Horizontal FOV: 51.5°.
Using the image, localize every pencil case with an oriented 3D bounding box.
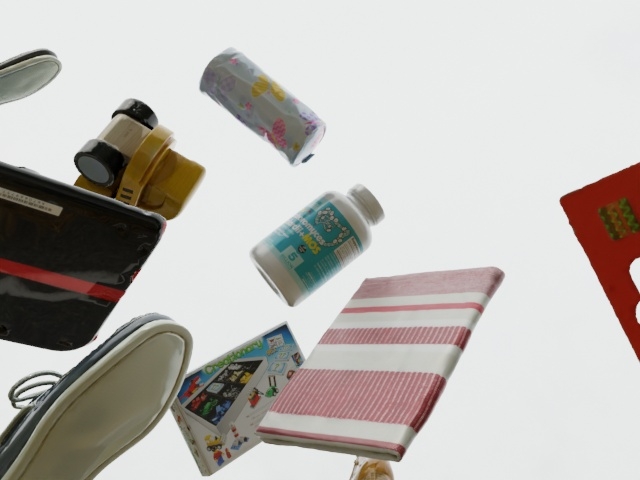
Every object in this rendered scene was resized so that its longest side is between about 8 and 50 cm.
[{"bbox_3d":[-0.118,-0.267,1.341,0.273,0.113,0.124,39,-38,7],"label":"pencil case"}]

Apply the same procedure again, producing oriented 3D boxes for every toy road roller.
[{"bbox_3d":[-0.406,-0.125,1.484,0.240,0.203,0.329,31,-39,-7],"label":"toy road roller"}]

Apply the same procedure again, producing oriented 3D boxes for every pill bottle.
[{"bbox_3d":[0.000,0.000,1.313,0.264,0.146,0.146,-39,-73,-12],"label":"pill bottle"}]

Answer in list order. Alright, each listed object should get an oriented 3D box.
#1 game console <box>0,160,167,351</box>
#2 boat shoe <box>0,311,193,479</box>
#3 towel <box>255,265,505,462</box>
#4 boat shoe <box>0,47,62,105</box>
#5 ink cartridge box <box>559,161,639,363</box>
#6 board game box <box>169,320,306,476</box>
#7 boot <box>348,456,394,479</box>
[{"bbox_3d":[-0.455,0.017,0.923,0.386,0.060,0.342,19,-51,-28],"label":"game console"},{"bbox_3d":[-0.198,0.150,0.517,0.095,0.079,0.255,30,-82,-44],"label":"boat shoe"},{"bbox_3d":[0.085,0.150,0.876,0.237,0.329,0.037,-9,-61,42],"label":"towel"},{"bbox_3d":[-0.516,-0.250,1.025,0.233,0.084,0.079,-22,-103,4],"label":"boat shoe"},{"bbox_3d":[0.207,0.010,0.264,0.179,0.045,0.146,-27,-90,29],"label":"ink cartridge box"},{"bbox_3d":[-0.151,0.315,1.359,0.053,0.305,0.193,-29,-94,53],"label":"board game box"},{"bbox_3d":[0.072,0.530,1.280,0.104,0.211,0.295,23,-67,1],"label":"boot"}]
